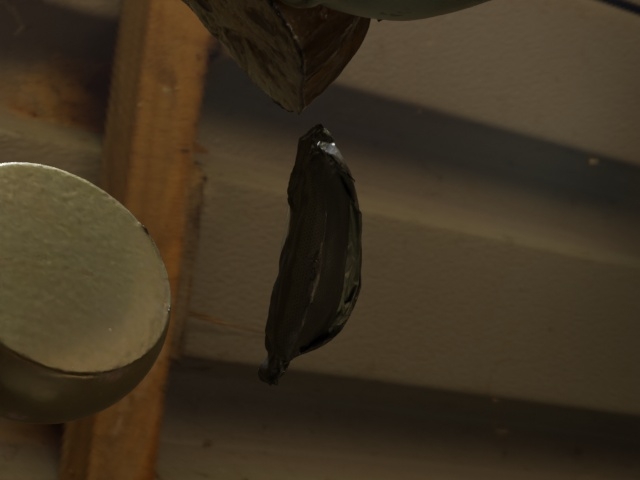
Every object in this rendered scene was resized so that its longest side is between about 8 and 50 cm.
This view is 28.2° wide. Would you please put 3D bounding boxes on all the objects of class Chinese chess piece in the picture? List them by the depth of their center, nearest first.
[{"bbox_3d":[-0.274,0.048,1.235,0.273,0.102,0.273,25,-138,-25],"label":"Chinese chess piece"}]

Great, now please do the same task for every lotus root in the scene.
[{"bbox_3d":[-0.035,-0.264,1.194,0.192,0.272,0.272,-35,-72,-16],"label":"lotus root"}]

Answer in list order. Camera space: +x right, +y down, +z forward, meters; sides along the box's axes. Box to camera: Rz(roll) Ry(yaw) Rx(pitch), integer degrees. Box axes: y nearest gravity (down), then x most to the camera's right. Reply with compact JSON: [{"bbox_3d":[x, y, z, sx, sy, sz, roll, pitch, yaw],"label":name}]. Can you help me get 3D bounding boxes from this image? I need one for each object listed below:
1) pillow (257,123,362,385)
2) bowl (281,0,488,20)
[{"bbox_3d":[0.000,0.000,0.895,0.059,0.255,0.169,7,-83,0],"label":"pillow"},{"bbox_3d":[0.005,-0.245,0.852,0.146,0.313,0.313,-44,-68,-12],"label":"bowl"}]
